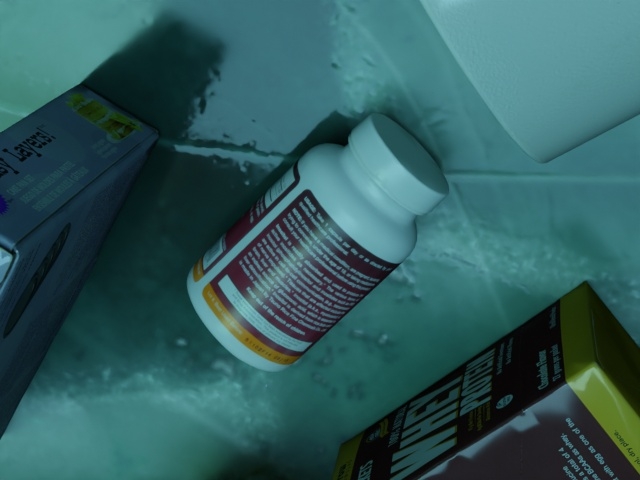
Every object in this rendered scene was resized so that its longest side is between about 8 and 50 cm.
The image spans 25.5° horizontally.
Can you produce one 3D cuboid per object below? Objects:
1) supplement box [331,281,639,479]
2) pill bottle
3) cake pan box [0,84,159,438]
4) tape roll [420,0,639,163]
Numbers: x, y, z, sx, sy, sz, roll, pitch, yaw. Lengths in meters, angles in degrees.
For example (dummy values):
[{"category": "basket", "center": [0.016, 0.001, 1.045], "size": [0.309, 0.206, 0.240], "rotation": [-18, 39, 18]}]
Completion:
[{"category": "supplement box", "center": [0.136, 0.168, 0.844], "size": [0.194, 0.129, 0.191], "rotation": [-36, 100, 17]}, {"category": "pill bottle", "center": [0.000, 0.000, 0.830], "size": [0.086, 0.086, 0.152], "rotation": [44, 110, -7]}, {"category": "cake pan box", "center": [-0.202, 0.059, 0.797], "size": [0.070, 0.246, 0.267], "rotation": [31, 112, 1]}, {"category": "tape roll", "center": [0.121, -0.180, 0.667], "size": [0.169, 0.246, 0.246], "rotation": [-29, 102, 16]}]
